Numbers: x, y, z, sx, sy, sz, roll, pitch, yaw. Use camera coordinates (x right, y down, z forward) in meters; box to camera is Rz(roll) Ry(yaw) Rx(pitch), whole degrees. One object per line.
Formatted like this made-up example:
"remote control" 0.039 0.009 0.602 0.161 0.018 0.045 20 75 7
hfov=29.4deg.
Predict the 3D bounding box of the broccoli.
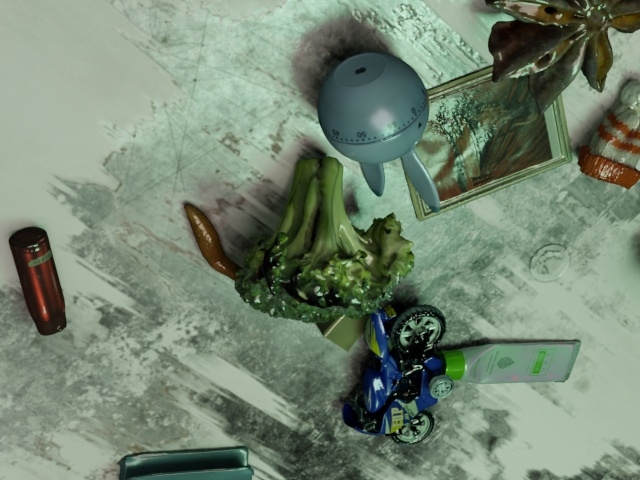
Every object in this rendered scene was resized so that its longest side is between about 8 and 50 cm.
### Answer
"broccoli" 0.000 0.000 1.781 0.263 0.247 0.243 1 86 23

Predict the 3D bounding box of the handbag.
"handbag" -0.225 0.419 2.028 0.221 0.057 0.144 -2 123 -17

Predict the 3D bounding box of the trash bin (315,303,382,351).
"trash bin" 0.047 0.123 1.955 0.061 0.043 0.092 34 103 -30

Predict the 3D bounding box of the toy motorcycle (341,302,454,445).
"toy motorcycle" 0.119 0.228 1.994 0.169 0.113 0.315 -9 128 -14

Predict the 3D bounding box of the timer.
"timer" 0.100 -0.167 1.758 0.175 0.175 0.255 -43 141 8

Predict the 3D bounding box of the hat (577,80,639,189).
"hat" 0.472 -0.169 1.904 0.112 0.093 0.162 15 108 -37

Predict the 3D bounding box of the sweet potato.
"sweet potato" -0.158 0.016 1.833 0.044 0.044 0.179 -32 122 1

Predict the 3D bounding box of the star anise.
"star anise" 0.358 -0.337 1.740 0.331 0.117 0.332 -18 126 -26

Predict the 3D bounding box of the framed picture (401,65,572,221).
"framed picture" 0.253 -0.161 1.878 0.273 0.016 0.216 -22 123 -5

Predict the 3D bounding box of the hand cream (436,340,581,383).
"hand cream" 0.323 0.213 2.100 0.275 0.050 0.079 1 145 -24

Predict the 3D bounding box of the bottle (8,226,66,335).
"bottle" -0.406 0.063 1.768 0.060 0.060 0.164 -14 122 -10
